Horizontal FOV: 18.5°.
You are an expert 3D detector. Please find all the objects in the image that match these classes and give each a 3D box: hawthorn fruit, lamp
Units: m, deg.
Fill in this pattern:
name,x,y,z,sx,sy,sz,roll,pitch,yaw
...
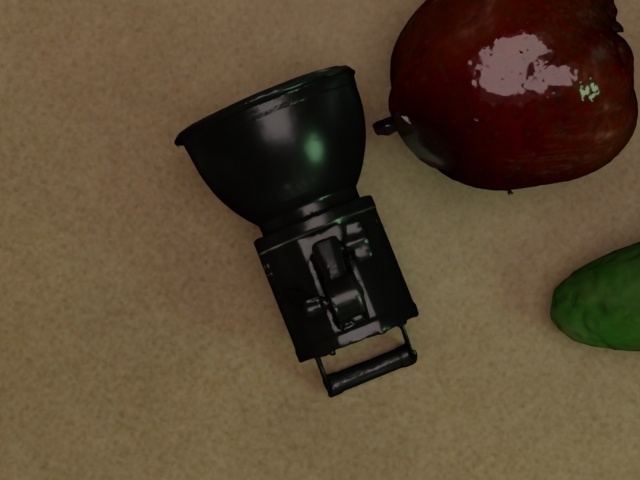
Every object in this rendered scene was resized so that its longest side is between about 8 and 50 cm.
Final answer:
name,x,y,z,sx,sy,sz,roll,pitch,yaw
hawthorn fruit,0.135,-0.118,1.471,0.202,0.185,0.185,-24,89,2
lamp,0.000,0.000,1.467,0.147,0.172,0.227,-22,87,-3

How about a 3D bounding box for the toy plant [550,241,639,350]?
name,x,y,z,sx,sy,sz,roll,pitch,yaw
toy plant,0.372,-0.049,1.471,0.317,0.210,0.356,20,92,33
